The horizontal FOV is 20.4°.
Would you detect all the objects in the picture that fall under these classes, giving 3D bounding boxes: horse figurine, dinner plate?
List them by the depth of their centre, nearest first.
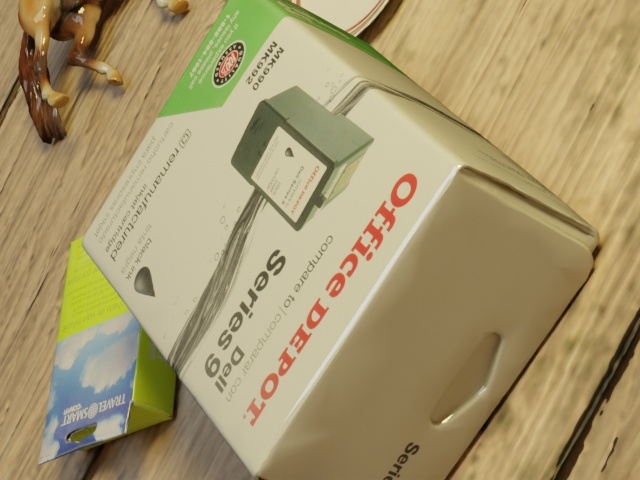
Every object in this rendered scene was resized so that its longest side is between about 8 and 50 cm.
[{"bbox_3d":[0.020,-0.191,1.241,0.141,0.017,0.141,-29,49,39],"label":"dinner plate"},{"bbox_3d":[-0.179,-0.209,1.459,0.263,0.066,0.174,-48,44,17],"label":"horse figurine"}]

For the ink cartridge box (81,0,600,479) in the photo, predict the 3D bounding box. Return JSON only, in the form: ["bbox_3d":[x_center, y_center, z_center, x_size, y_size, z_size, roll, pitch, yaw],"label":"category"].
[{"bbox_3d":[0.000,0.000,1.061,0.211,0.121,0.289,-58,37,10],"label":"ink cartridge box"}]

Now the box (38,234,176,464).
[{"bbox_3d":[-0.145,0.070,1.266,0.109,0.042,0.178,-24,52,42],"label":"box"}]
